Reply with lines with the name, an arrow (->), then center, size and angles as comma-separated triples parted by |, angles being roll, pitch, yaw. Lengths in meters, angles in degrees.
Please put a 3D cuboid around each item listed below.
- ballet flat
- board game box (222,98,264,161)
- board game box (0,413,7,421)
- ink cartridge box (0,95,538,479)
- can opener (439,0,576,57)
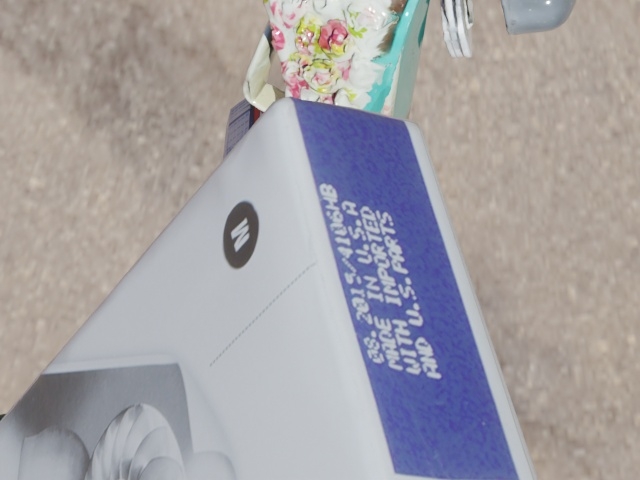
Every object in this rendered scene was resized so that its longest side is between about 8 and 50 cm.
ballet flat -> 0.002, -0.050, 0.810 | 0.077, 0.091, 0.241 | 17, 137, 9
board game box -> 0.000, 0.000, 1.162 | 0.060, 0.194, 0.194 | -29, 131, 32
board game box -> -0.128, 0.166, 1.337 | 0.136, 0.030, 0.259 | -10, 156, 23
ink cartridge box -> -0.027, 0.121, 0.381 | 0.045, 0.223, 0.224 | 9, 139, -33
can opener -> 0.086, -0.219, 0.894 | 0.095, 0.283, 0.076 | -3, 153, 12
